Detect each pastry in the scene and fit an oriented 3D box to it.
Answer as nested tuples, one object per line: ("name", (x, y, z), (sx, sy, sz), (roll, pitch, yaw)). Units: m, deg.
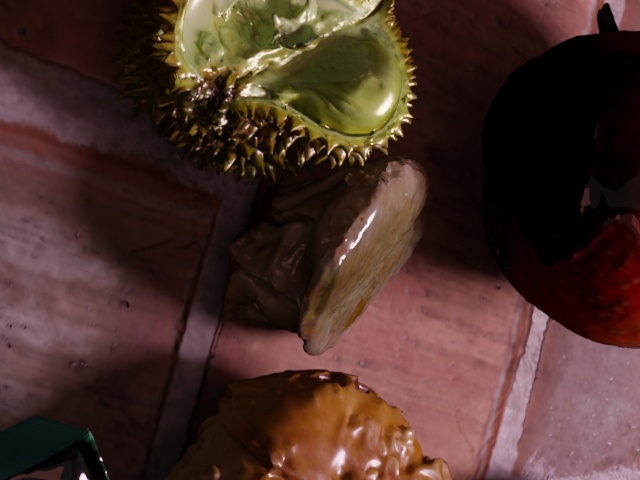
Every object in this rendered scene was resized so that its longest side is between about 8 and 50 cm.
("pastry", (-0.025, 0.257, 1.241), (0.255, 0.162, 0.311), (43, 49, -13))

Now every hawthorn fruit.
("hawthorn fruit", (0.275, -0.044, 1.366), (0.316, 0.316, 0.316), (0, 90, -31))

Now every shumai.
("shumai", (0.000, 0.000, 1.295), (0.120, 0.201, 0.201), (32, 69, 16))

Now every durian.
("durian", (-0.051, -0.147, 1.225), (0.237, 0.176, 0.200), (18, 69, -35))

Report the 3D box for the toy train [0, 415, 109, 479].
("toy train", (-0.194, 0.269, 1.131), (0.120, 0.194, 0.298), (-26, 104, -30))
